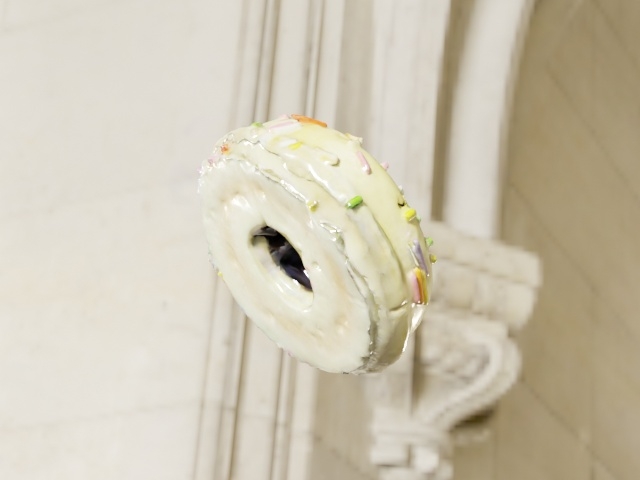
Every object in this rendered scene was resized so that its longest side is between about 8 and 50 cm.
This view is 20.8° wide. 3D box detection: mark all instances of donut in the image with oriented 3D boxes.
[{"bbox_3d":[0.000,0.000,1.040,0.174,0.068,0.174,37,-34,30],"label":"donut"}]
